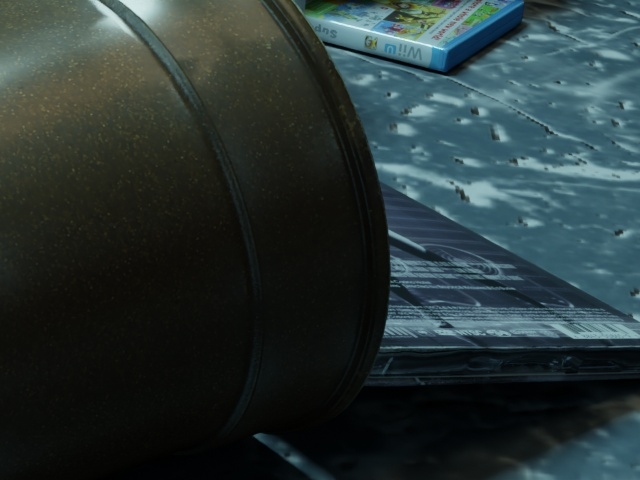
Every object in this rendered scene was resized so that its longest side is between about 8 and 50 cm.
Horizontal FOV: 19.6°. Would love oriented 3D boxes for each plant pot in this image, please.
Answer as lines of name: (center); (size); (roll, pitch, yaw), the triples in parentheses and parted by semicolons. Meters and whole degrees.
plant pot: (-0.096, 0.006, 0.522); (0.165, 0.167, 0.167); (-22, 36, -36)

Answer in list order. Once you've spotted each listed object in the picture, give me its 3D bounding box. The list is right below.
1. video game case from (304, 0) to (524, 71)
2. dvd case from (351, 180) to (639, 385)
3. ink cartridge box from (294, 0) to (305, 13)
video game case: (0.016, -0.132, 1.026); (0.166, 0.015, 0.119); (16, 25, 21)
dvd case: (0.000, 0.000, 0.679); (0.164, 0.018, 0.221); (2, 21, -44)
ink cartridge box: (-0.065, -0.107, 0.835); (0.181, 0.104, 0.061); (-14, 31, -38)
